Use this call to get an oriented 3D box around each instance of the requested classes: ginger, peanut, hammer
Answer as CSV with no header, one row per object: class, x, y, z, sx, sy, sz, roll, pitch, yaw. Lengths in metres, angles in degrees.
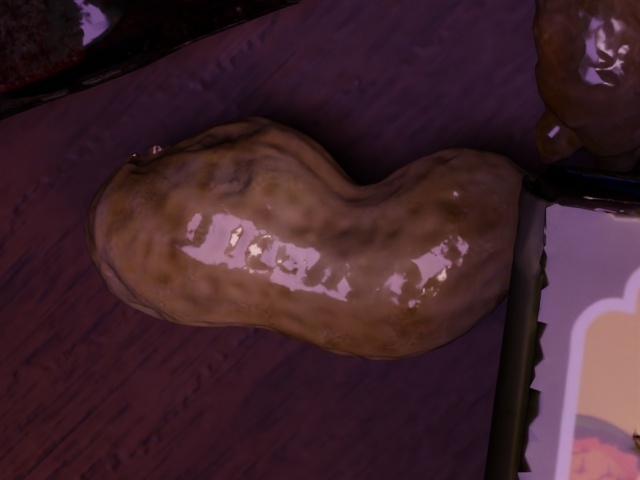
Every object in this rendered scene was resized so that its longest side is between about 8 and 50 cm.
ginger,0.092,-0.188,0.817,0.166,0.080,0.333,-25,101,12
peanut,0.000,0.000,0.882,0.229,0.098,0.103,8,133,9
hammer,-0.178,-0.257,0.865,0.242,0.095,0.408,-16,98,18

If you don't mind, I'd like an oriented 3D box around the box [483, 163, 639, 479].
box,0.270,0.176,0.781,0.420,0.138,0.373,7,98,2
